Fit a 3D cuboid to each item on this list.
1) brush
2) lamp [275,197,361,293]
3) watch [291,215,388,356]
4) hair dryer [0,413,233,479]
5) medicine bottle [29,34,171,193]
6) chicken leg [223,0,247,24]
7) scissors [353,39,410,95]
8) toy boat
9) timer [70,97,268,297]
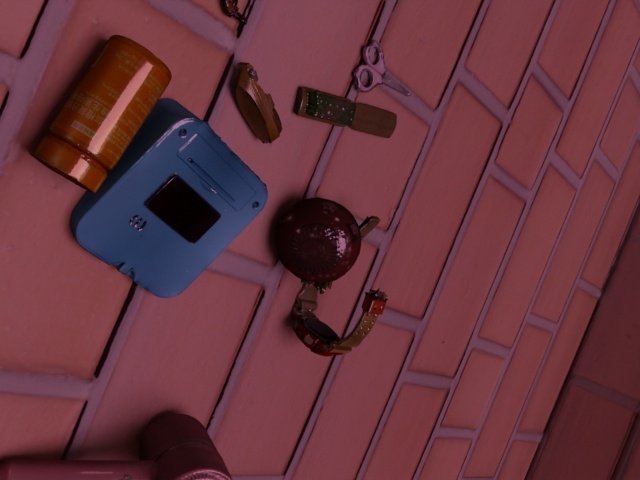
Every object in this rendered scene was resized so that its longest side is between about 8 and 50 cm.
[{"bbox_3d":[0.062,-0.235,1.300,0.282,0.048,0.054,3,105,-50],"label":"brush"},{"bbox_3d":[-0.004,-0.003,1.267,0.157,0.156,0.135,-46,-172,18],"label":"lamp"},{"bbox_3d":[0.053,0.098,1.323,0.102,0.164,0.268,15,122,-50],"label":"watch"},{"bbox_3d":[-0.320,0.353,1.070,0.353,0.210,0.125,11,98,-24],"label":"hair dryer"},{"bbox_3d":[-0.284,-0.165,0.910,0.191,0.096,0.096,-59,139,-10],"label":"medicine bottle"},{"bbox_3d":[-0.134,-0.358,1.045,0.036,0.021,0.083,-49,138,-35],"label":"chicken leg"},{"bbox_3d":[0.128,-0.315,1.358,0.189,0.015,0.100,17,91,-51],"label":"scissors"},{"bbox_3d":[-0.102,-0.221,1.124,0.049,0.047,0.149,-60,144,-30],"label":"toy boat"},{"bbox_3d":[-0.230,-0.056,1.056,0.250,0.091,0.232,-48,138,-5],"label":"timer"}]
